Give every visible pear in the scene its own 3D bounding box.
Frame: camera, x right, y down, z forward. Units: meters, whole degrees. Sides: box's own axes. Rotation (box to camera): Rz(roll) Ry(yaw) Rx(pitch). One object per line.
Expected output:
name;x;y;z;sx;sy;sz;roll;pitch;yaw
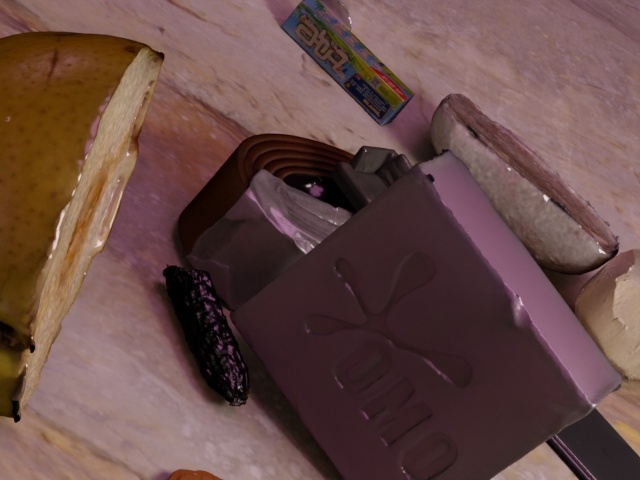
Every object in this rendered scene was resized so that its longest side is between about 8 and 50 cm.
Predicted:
pear;-0.283;-0.042;1.691;0.191;0.340;0.386;19;33;-2

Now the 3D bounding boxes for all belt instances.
belt;0.000;0.000;2.162;0.338;0.122;0.217;14;37;-42

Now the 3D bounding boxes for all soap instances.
soap;0.103;0.106;1.932;0.296;0.285;0.107;52;28;6

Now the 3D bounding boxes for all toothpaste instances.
toothpaste;0.042;-0.245;2.579;0.193;0.070;0.044;45;28;7

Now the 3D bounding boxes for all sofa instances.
sofa;0.087;-0.041;2.134;0.085;0.060;0.147;2;45;-51

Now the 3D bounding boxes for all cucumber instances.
cucumber;-0.112;0.096;1.971;0.053;0.053;0.181;10;44;-42

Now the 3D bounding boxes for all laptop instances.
laptop;0.332;0.257;2.300;0.180;0.016;0.129;49;31;14

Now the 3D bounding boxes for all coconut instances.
coconut;0.409;0.089;2.463;0.161;0.162;0.161;29;31;-19

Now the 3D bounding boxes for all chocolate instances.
chocolate;0.256;-0.066;2.558;0.303;0.100;0.185;44;19;0

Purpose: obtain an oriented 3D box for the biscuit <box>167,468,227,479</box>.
biscuit;-0.092;0.257;1.806;0.130;0.019;0.102;22;34;-28
